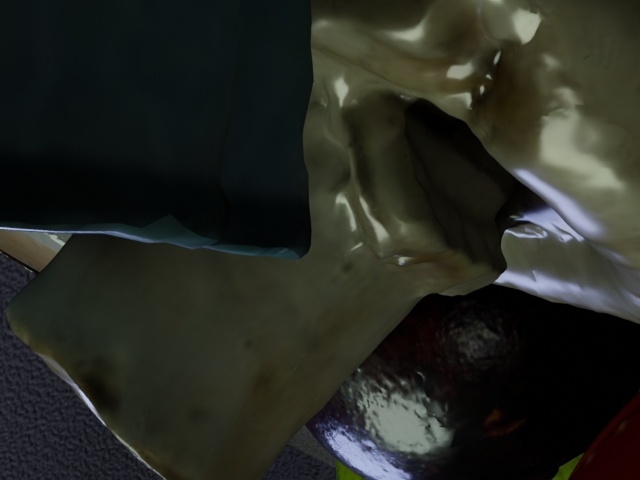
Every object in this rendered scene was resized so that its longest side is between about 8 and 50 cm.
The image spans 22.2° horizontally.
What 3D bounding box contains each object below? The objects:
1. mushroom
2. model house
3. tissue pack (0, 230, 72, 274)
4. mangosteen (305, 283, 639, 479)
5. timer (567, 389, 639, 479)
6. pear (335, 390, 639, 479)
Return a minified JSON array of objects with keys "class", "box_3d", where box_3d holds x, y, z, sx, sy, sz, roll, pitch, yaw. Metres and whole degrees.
[{"class":"mushroom","box_3d":[0.034,-0.030,0.588,0.292,0.290,0.292,34,171,6]},{"class":"model house","box_3d":[-0.166,-0.177,0.446,0.297,0.339,0.360,10,177,-38]},{"class":"tissue pack","box_3d":[-0.198,-0.136,0.908,0.305,0.238,0.238,31,168,4]},{"class":"mangosteen","box_3d":[0.075,0.020,0.955,0.228,0.228,0.265,169,84,-72]},{"class":"timer","box_3d":[0.255,0.190,0.609,0.378,0.378,0.279,30,-149,4]},{"class":"pear","box_3d":[0.078,0.131,1.247,0.139,0.239,0.288,38,165,-31]}]
